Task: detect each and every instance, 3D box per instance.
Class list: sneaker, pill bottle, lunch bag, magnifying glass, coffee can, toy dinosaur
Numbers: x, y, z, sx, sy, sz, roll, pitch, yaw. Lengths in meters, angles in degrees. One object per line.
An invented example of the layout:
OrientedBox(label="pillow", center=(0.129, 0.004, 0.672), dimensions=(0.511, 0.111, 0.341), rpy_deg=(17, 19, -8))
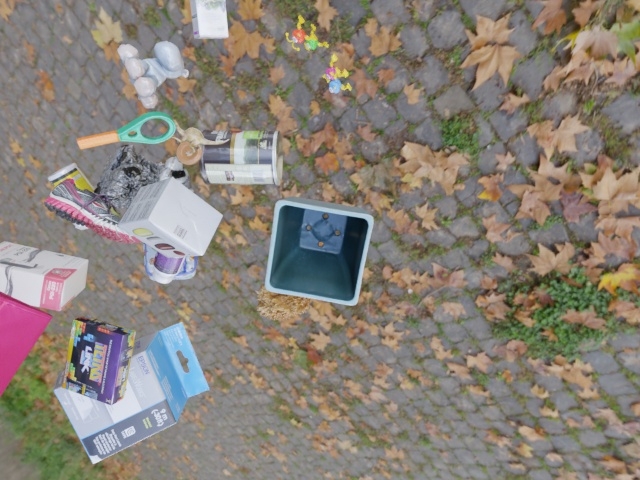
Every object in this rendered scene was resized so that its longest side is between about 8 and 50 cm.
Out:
OrientedBox(label="sneaker", center=(-0.671, -0.084, 1.306), dimensions=(0.299, 0.112, 0.121), rpy_deg=(30, 155, -19))
OrientedBox(label="pill bottle", center=(-0.970, -0.194, 1.707), dimensions=(0.119, 0.119, 0.209), rpy_deg=(-5, 125, 38))
OrientedBox(label="lunch bag", center=(-0.677, 0.029, 1.948), dimensions=(0.115, 0.243, 0.304), rpy_deg=(121, 143, -65))
OrientedBox(label="magnifying glass", center=(-0.480, -0.267, 1.063), dimensions=(0.092, 0.230, 0.026), rpy_deg=(106, 143, -58))
OrientedBox(label="coffee can", center=(-0.287, -0.306, 1.575), dimensions=(0.275, 0.202, 0.202), rpy_deg=(1, 126, 1))
OrientedBox(label="pill bottle", center=(-0.582, 0.070, 1.642), dimensions=(0.108, 0.108, 0.194), rpy_deg=(36, 118, 9))
OrientedBox(label="toy dinosaur", center=(-0.378, -0.301, 1.287), dimensions=(0.183, 0.053, 0.092), rpy_deg=(19, 139, -25))

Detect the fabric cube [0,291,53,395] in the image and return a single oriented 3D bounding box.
OrientedBox(label="fabric cube", center=(-0.715, 0.176, 0.747), dimensions=(0.254, 0.258, 0.259), rpy_deg=(16, 158, 18))

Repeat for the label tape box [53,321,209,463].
OrientedBox(label="label tape box", center=(-0.517, 0.424, 1.213), dimensions=(0.115, 0.347, 0.249), rpy_deg=(24, 132, 65))

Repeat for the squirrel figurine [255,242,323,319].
OrientedBox(label="squirrel figurine", center=(-0.056, 0.167, 1.603), dimensions=(0.281, 0.397, 0.370), rpy_deg=(52, 160, -26))

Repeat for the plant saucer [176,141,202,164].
OrientedBox(label="plant saucer", center=(-0.420, -0.283, 1.360), dimensions=(0.083, 0.084, 0.013), rpy_deg=(35, 174, 10))

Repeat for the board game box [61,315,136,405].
OrientedBox(label="board game box", center=(-0.519, 0.278, 0.994), dimensions=(0.140, 0.048, 0.171), rpy_deg=(13, 95, 14))

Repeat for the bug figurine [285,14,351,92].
OrientedBox(label="bug figurine", center=(0.000, -0.609, 1.427), dimensions=(0.072, 0.216, 0.279), rpy_deg=(-32, 108, 25))

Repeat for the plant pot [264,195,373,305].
OrientedBox(label="plant pot", center=(0.000, 0.000, 1.192), dimensions=(0.247, 0.252, 0.247), rpy_deg=(10, 107, 1))

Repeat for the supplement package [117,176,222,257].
OrientedBox(label="supplement package", center=(-0.446, -0.060, 1.267), dimensions=(0.203, 0.149, 0.194), rpy_deg=(-5, 144, 43))

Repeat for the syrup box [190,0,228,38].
OrientedBox(label="syrup box", center=(-0.354, -0.759, 1.325), dimensions=(0.096, 0.093, 0.237), rpy_deg=(37, 133, 55))

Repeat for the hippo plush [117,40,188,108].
OrientedBox(label="hippo plush", center=(-0.671, -0.693, 1.780), dimensions=(0.235, 0.236, 0.294), rpy_deg=(62, 165, 5))

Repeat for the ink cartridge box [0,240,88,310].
OrientedBox(label="ink cartridge box", center=(-0.738, 0.087, 1.084), dimensions=(0.217, 0.158, 0.092), rpy_deg=(13, 104, -11))

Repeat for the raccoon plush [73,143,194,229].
OrientedBox(label="raccoon plush", center=(-0.720, -0.182, 1.694), dimensions=(0.446, 0.216, 0.299), rpy_deg=(-35, 140, 24))
